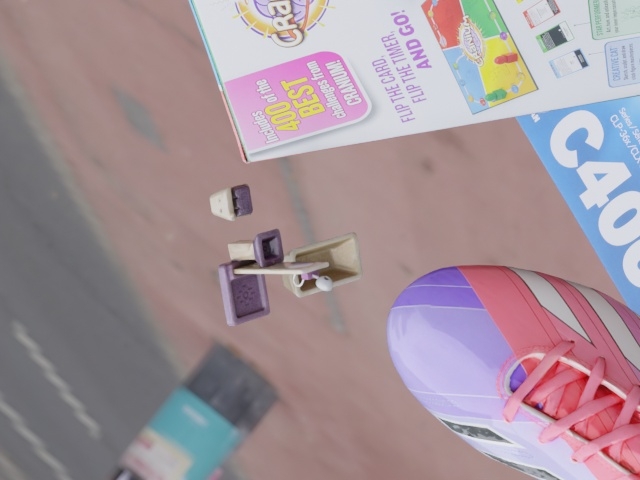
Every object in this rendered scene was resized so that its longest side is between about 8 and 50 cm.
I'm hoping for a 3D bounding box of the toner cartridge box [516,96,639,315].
[{"bbox_3d":[0.280,-0.086,1.628,0.075,0.165,0.348,9,-132,-55],"label":"toner cartridge box"}]

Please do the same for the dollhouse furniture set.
[{"bbox_3d":[0.000,0.000,1.232,0.081,0.114,0.091,-1,100,45],"label":"dollhouse furniture set"}]

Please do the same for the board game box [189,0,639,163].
[{"bbox_3d":[0.081,-0.167,1.116,0.316,0.064,0.242,-9,143,6],"label":"board game box"}]

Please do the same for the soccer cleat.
[{"bbox_3d":[0.132,0.088,0.736,0.248,0.083,0.095,35,-171,7],"label":"soccer cleat"}]
